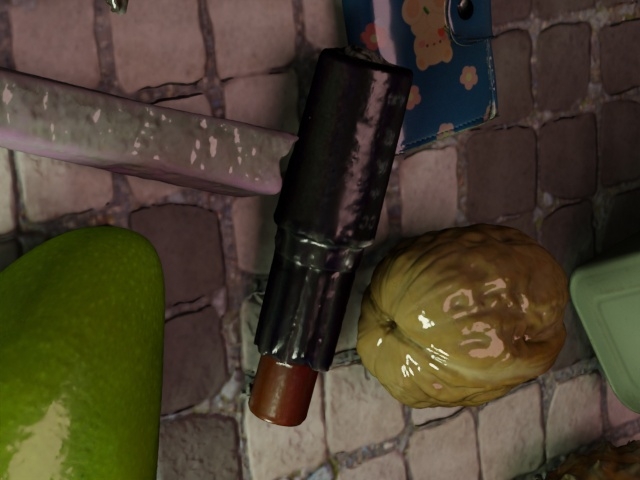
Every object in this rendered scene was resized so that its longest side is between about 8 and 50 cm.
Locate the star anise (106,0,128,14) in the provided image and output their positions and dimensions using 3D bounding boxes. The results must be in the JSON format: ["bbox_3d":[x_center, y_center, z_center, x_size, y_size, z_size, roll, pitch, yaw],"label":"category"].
[{"bbox_3d":[-0.161,-0.311,0.903,0.331,0.117,0.332,-12,107,-45],"label":"star anise"}]

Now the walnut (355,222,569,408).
[{"bbox_3d":[0.121,0.062,1.171,0.184,0.155,0.155,-9,105,-38],"label":"walnut"}]

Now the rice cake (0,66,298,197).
[{"bbox_3d":[-0.163,-0.079,0.977,0.365,0.072,0.056,11,90,-40],"label":"rice cake"}]

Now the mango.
[{"bbox_3d":[-0.192,0.148,0.944,0.192,0.156,0.343,32,77,-40],"label":"mango"}]

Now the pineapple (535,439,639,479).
[{"bbox_3d":[0.344,0.263,1.388,0.361,0.175,0.175,-5,102,-46],"label":"pineapple"}]

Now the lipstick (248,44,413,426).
[{"bbox_3d":[0.000,0.000,1.100,0.081,0.081,0.300,4,108,-38],"label":"lipstick"}]

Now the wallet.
[{"bbox_3d":[0.078,-0.181,1.145,0.141,0.059,0.202,-22,111,-35],"label":"wallet"}]

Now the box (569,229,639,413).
[{"bbox_3d":[0.461,0.007,1.285,0.344,0.352,0.177,-27,93,-29],"label":"box"}]
